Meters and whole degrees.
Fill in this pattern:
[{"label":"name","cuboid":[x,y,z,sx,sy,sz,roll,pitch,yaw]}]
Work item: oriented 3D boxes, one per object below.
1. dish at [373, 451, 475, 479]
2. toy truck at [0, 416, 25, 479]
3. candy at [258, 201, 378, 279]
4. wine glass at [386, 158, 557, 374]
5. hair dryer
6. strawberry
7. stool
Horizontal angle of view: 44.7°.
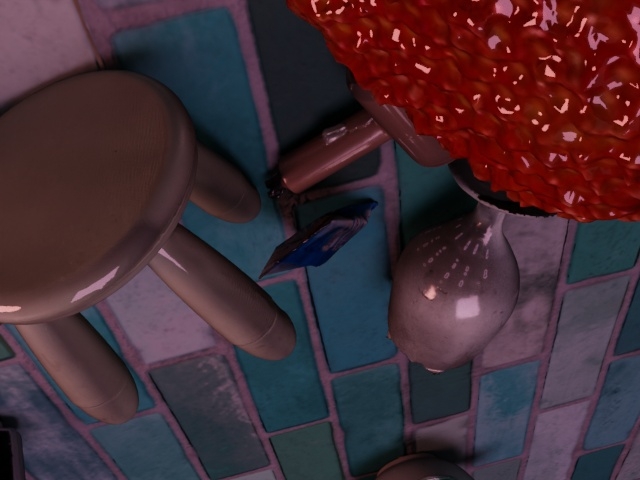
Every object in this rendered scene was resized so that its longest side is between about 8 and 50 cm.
[{"label":"dish","cuboid":[0.162,0.389,1.223,0.246,0.078,0.224,-2,139,-16]},{"label":"toy truck","cuboid":[-0.432,0.307,0.888,0.268,0.124,0.155,-39,143,28]},{"label":"candy","cuboid":[0.000,0.000,0.703,0.088,0.038,0.136,-34,177,24]},{"label":"wine glass","cuboid":[0.141,0.017,0.743,0.126,0.126,0.241,-2,136,-17]},{"label":"hair dryer","cuboid":[0.023,-0.084,0.637,0.182,0.064,0.117,-29,139,23]},{"label":"strawberry","cuboid":[0.147,-0.163,0.436,0.351,0.267,0.312,19,161,-15]},{"label":"stool","cuboid":[-0.144,0.010,0.580,0.195,0.195,0.198,-22,142,7]}]
